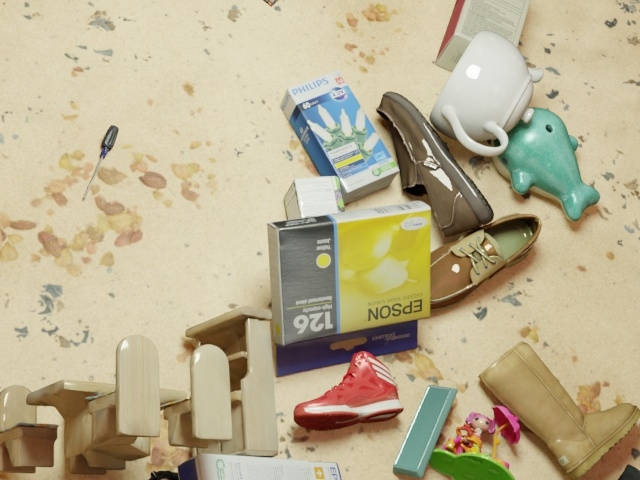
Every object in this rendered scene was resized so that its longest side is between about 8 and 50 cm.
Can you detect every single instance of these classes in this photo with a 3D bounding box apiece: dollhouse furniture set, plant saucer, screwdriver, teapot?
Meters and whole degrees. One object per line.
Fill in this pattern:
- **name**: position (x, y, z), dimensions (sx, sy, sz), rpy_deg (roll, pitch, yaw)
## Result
- **dollhouse furniture set**: position (-0.272, 0.230, 1.557), dimensions (0.394, 0.362, 0.256), rpy_deg (14, 62, -42)
- **plant saucer**: position (0.196, 0.355, 1.795), dimensions (0.018, 0.067, 0.192), rpy_deg (52, 54, -36)
- **screwdriver**: position (-0.431, -0.150, 1.854), dimensions (0.024, 0.025, 0.170), rpy_deg (21, 72, -8)
- **teapot**: position (0.356, -0.298, 1.983), dimensions (0.187, 0.252, 0.256), rpy_deg (31, 93, 6)

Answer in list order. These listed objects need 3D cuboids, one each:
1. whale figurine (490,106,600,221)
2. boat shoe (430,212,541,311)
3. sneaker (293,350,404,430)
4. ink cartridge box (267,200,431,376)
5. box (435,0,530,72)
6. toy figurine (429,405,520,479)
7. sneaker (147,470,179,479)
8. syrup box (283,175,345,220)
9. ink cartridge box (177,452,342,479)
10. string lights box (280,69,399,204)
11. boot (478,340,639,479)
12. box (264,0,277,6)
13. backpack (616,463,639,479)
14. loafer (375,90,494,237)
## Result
- **whale figurine**: position (0.501, -0.174, 2.067), dimensions (0.216, 0.141, 0.272), rpy_deg (-35, 79, -27)
- **boat shoe**: position (0.322, 0.027, 1.941), dimensions (0.324, 0.120, 0.122), rpy_deg (-31, 79, -26)
- **sneaker**: position (0.041, 0.280, 1.782), dimensions (0.221, 0.087, 0.128), rpy_deg (3, 58, -29)
- **ink cartridge box**: position (0.059, 0.097, 1.766), dimensions (0.303, 0.072, 0.307), rpy_deg (-9, 107, -20)
- **box**: position (0.376, -0.493, 2.177), dimensions (0.148, 0.127, 0.232), rpy_deg (24, 63, -5)
- **toy figurine**: position (0.310, 0.383, 1.810), dimensions (0.173, 0.130, 0.159), rpy_deg (17, 47, 18)
- **sneaker**: position (-0.288, 0.435, 1.530), dimensions (0.330, 0.147, 0.130), rpy_deg (-12, 48, -35)
- **syrup box**: position (0.000, 0.000, 1.871), dimensions (0.096, 0.093, 0.237), rpy_deg (-5, 69, -19)
- **ink cartridge box**: position (-0.066, 0.513, 1.524), dimensions (0.330, 0.071, 0.324), rpy_deg (19, 49, -46)
- **string lights box**: position (0.038, -0.215, 1.984), dimensions (0.133, 0.077, 0.260), rpy_deg (-24, 76, -23)
- **boot**: position (0.482, 0.307, 1.889), dimensions (0.236, 0.089, 0.269), rpy_deg (-31, 74, -34)
- **box**: position (-0.104, -0.599, 2.134), dimensions (0.094, 0.027, 0.137), rpy_deg (38, 63, 3)
- **backpack**: position (0.523, 0.631, 1.663), dimensions (0.355, 0.273, 0.290), rpy_deg (-38, 102, 6)
- **loafer**: position (0.210, -0.158, 1.976), dimensions (0.130, 0.134, 0.366), rpy_deg (-37, 65, 10)
